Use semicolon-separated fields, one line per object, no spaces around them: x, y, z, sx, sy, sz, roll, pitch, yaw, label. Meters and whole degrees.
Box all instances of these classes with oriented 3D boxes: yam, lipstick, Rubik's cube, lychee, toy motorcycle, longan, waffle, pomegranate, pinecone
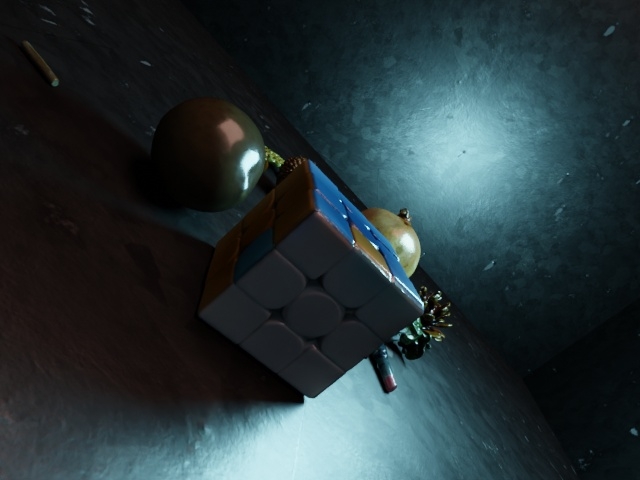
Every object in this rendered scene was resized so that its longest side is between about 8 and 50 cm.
-0.576;-0.364;0.988;0.116;0.021;0.021;51;14;5;yam
0.167;0.323;1.352;0.053;0.053;0.234;40;19;-31;lipstick
-0.023;0.067;0.948;0.290;0.291;0.291;43;15;-22;Rubik's cube
-0.067;-0.191;1.749;0.200;0.200;0.238;-96;171;-67;lychee
0.261;0.290;1.553;0.275;0.125;0.187;16;60;-50;toy motorcycle
-0.244;-0.184;1.061;0.258;0.258;0.258;45;14;-15;longan
-0.200;-0.345;2.008;0.184;0.036;0.169;35;14;-1;waffle
0.239;0.015;1.839;0.338;0.338;0.338;45;14;-15;pomegranate
0.415;0.286;1.919;0.229;0.201;0.202;26;-7;15;pinecone

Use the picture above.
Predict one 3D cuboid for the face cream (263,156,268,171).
-0.247;-0.338;1.811;0.078;0.078;0.273;41;15;-30;face cream
